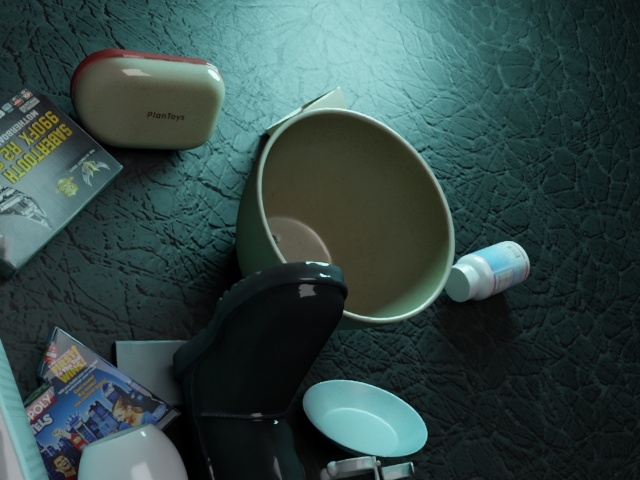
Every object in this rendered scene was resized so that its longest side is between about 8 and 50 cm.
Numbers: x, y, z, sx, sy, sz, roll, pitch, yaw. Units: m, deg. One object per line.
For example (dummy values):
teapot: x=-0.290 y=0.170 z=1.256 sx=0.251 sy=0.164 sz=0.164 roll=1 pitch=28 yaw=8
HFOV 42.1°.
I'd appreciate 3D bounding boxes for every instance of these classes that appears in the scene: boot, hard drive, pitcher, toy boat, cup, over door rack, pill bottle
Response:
boot: x=-0.042 y=0.293 z=0.971 sx=0.146 sy=0.367 sz=0.445 roll=3 pitch=61 yaw=-28
hard drive: x=-0.223 y=0.189 z=1.173 sx=0.135 sy=0.022 sz=0.094 roll=4 pitch=67 yaw=-31
pitcher: x=-0.232 y=0.338 z=0.997 sx=0.125 sy=0.177 sz=0.207 roll=-10 pitch=81 yaw=-67
toy boat: x=-0.272 y=-0.234 z=1.287 sx=0.231 sy=0.151 sz=0.151 roll=0 pitch=38 yaw=-33
cup: x=0.000 y=0.000 z=1.267 sx=0.331 sy=0.237 sz=0.331 roll=14 pitch=61 yaw=-28
over door rack: x=0.077 y=0.426 z=1.134 sx=0.324 sy=0.108 sz=0.240 roll=47 pitch=32 yaw=-67
pill bottle: x=0.303 y=0.060 z=1.526 sx=0.160 sy=0.087 sz=0.087 roll=-16 pitch=78 yaw=-36

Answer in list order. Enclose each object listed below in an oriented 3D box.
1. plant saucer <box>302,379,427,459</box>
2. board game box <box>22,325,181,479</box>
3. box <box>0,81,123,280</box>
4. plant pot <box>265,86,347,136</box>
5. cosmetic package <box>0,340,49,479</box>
plant saucer: x=0.063 y=0.279 z=1.256 sx=0.195 sy=0.037 sz=0.195 roll=14 pitch=21 yaw=-5
board game box: x=-0.316 y=0.215 z=1.060 sx=0.194 sy=0.060 sz=0.194 roll=-42 pitch=101 yaw=-23
box: x=-0.419 y=-0.086 z=1.155 sx=0.183 sy=0.056 sz=0.231 roll=43 pitch=53 yaw=-8
plant pot: x=-0.009 y=-0.187 z=1.439 sx=0.109 sy=0.109 sz=0.096 roll=-39 pitch=104 yaw=-38
cosmetic package: x=-0.353 y=0.320 z=0.861 sx=0.161 sy=0.230 sz=0.453 roll=-20 pitch=83 yaw=-17
